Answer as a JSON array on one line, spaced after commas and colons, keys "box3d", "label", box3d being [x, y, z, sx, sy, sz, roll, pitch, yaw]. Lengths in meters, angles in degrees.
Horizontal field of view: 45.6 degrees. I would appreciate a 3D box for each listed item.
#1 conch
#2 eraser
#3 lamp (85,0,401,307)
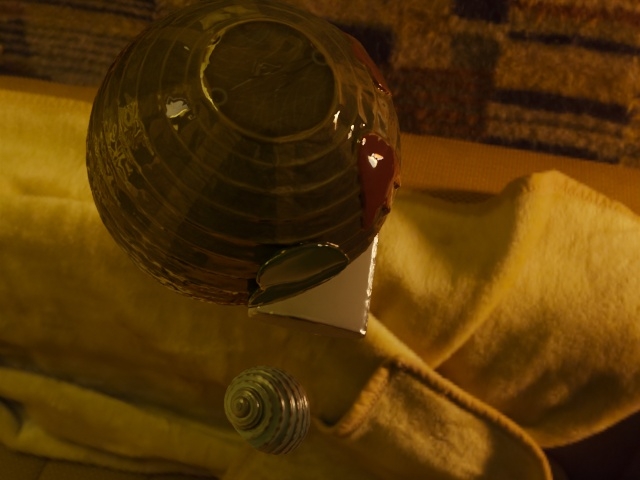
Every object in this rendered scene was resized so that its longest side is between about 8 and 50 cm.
[{"box3d": [-0.070, 0.255, 1.158, 0.153, 0.135, 0.102, 0, 151, -37], "label": "conch"}, {"box3d": [0.000, 0.000, 1.145, 0.174, 0.270, 0.095, 13, 164, -16], "label": "eraser"}, {"box3d": [-0.066, -0.056, 0.627, 0.250, 0.250, 0.284, 24, 152, -6], "label": "lamp"}]
